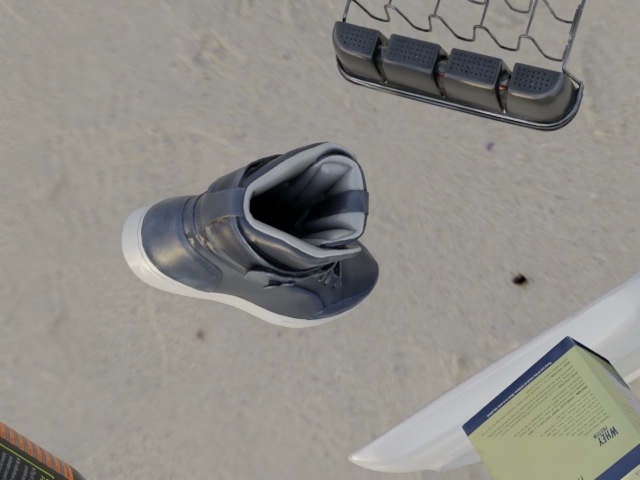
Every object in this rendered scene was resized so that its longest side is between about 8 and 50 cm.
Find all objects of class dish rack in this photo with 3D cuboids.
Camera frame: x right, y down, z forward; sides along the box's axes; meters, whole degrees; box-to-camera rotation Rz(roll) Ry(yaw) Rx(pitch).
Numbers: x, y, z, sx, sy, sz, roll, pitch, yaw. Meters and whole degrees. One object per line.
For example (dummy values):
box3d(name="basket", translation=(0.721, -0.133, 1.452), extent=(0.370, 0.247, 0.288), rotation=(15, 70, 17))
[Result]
box3d(name="dish rack", translation=(0.133, -0.241, 0.848), extent=(0.208, 0.074, 0.271), rotation=(17, 90, 16))

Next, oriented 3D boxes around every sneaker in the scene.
box3d(name="sneaker", translation=(0.000, 0.002, 0.751), extent=(0.163, 0.226, 0.086), rotation=(-21, 68, 42))

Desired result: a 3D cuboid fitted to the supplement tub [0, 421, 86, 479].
box3d(name="supplement tub", translation=(-0.329, 0.229, 0.869), extent=(0.338, 0.207, 0.207), rotation=(40, 97, -22))

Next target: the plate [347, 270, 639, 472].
box3d(name="plate", translation=(0.195, 0.116, 0.878), extent=(0.277, 0.278, 0.045), rotation=(-37, 69, 22))

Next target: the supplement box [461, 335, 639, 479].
box3d(name="supplement box", translation=(0.141, 0.115, 0.592), extent=(0.083, 0.056, 0.083), rotation=(-45, 48, 16))
